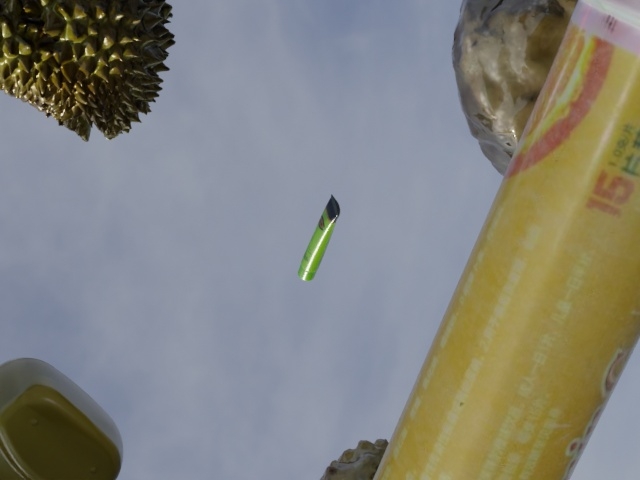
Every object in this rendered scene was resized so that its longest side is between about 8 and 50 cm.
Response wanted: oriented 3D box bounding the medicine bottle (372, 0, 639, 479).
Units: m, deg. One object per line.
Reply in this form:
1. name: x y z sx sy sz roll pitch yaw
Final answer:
1. medicine bottle: 0.092 0.079 0.602 0.108 0.108 0.426 -8 -56 -56

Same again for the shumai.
1. shumai: 0.281 -0.148 0.801 0.346 0.283 0.217 -26 -66 -36

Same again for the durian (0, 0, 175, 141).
1. durian: -0.207 -0.191 0.888 0.237 0.138 0.193 25 -146 -38

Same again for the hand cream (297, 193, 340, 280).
1. hand cream: 0.000 0.000 1.466 0.023 0.122 0.036 7 -138 -20

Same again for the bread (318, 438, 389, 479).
1. bread: 0.088 0.403 1.573 0.274 0.149 0.274 16 -125 -23

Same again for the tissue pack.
1. tissue pack: -0.233 0.174 0.867 0.123 0.127 0.178 44 -97 -18
